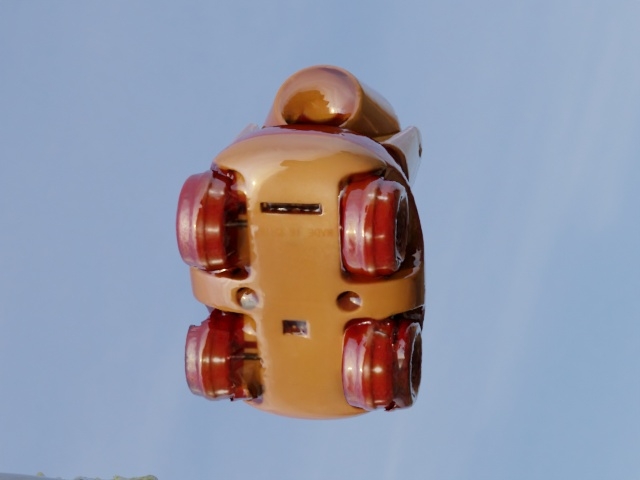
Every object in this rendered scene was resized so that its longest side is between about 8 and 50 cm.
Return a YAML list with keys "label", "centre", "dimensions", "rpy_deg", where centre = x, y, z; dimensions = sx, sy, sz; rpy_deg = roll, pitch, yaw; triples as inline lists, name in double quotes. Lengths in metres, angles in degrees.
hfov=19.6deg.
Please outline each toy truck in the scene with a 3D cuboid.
- label: "toy truck"
  centre: [0.000, 0.000, 1.499]
  dimensions: [0.239, 0.189, 0.265]
  rpy_deg: [-62, -28, -64]

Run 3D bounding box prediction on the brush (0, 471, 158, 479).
- label: "brush"
  centre: [-0.040, 0.102, 0.587]
  dimensions: [0.067, 0.072, 0.313]
  rpy_deg: [-37, -26, 30]
